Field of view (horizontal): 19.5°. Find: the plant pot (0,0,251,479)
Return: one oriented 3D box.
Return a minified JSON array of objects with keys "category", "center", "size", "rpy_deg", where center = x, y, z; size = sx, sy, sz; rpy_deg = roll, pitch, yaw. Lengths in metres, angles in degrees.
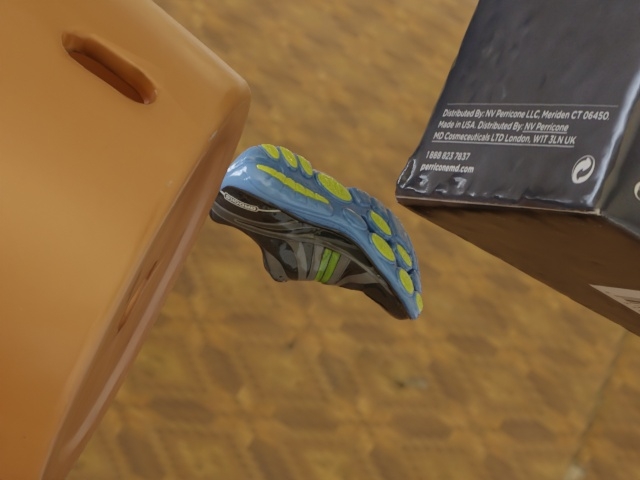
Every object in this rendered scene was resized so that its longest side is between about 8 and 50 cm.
[{"category":"plant pot","center":[-0.162,-0.018,0.762],"size":[0.203,0.291,0.291],"rpy_deg":[27,26,1]}]

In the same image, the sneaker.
[{"category":"sneaker","center":[0.000,0.000,1.312],"size":[0.188,0.078,0.067],"rpy_deg":[33,37,-29]}]

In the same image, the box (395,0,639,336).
[{"category":"box","center":[0.245,-0.090,0.989],"size":[0.296,0.294,0.183],"rpy_deg":[27,-11,-29]}]
